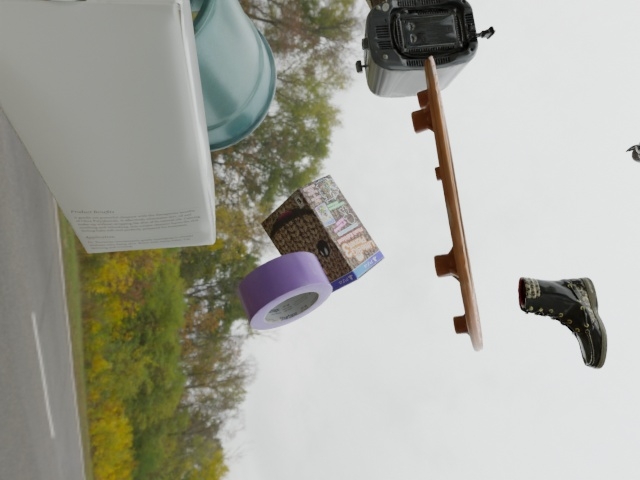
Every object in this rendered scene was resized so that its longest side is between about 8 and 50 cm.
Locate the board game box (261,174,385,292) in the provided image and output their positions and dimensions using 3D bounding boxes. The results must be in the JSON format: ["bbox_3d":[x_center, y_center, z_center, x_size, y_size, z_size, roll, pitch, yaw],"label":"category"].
[{"bbox_3d":[0.000,0.000,1.201,0.291,0.141,0.232,56,-42,2],"label":"board game box"}]

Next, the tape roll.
[{"bbox_3d":[-0.075,0.110,0.871,0.080,0.189,0.189,62,-36,24],"label":"tape roll"}]

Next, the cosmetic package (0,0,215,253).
[{"bbox_3d":[-0.246,-0.149,0.519,0.366,0.196,0.155,102,-20,-51],"label":"cosmetic package"}]

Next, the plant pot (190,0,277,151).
[{"bbox_3d":[-0.273,-0.380,0.774,0.334,0.341,0.341,69,19,-87],"label":"plant pot"}]

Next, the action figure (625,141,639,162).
[{"bbox_3d":[0.753,-0.184,0.786,0.285,0.185,0.099,8,-82,57],"label":"action figure"}]

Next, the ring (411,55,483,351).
[{"bbox_3d":[0.152,-0.041,0.490,0.032,0.336,0.337,-10,-102,20],"label":"ring"}]

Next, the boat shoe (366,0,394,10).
[{"bbox_3d":[0.215,-0.637,1.162,0.096,0.116,0.325,-6,-73,66],"label":"boat shoe"}]

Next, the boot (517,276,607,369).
[{"bbox_3d":[0.608,0.200,1.044,0.085,0.178,0.237,82,13,-62],"label":"boot"}]

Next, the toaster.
[{"bbox_3d":[0.181,-0.348,0.754,0.146,0.226,0.129,117,-35,-84],"label":"toaster"}]
